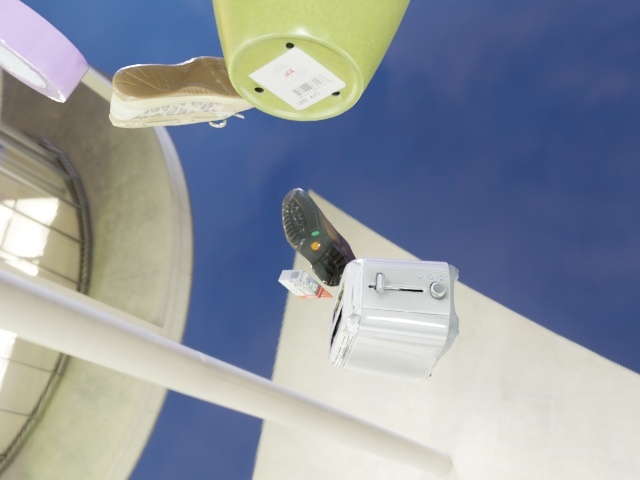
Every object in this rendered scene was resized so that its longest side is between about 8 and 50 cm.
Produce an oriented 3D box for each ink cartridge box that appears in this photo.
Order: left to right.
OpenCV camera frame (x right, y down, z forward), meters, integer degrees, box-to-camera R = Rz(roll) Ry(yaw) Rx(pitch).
[{"bbox_3d":[-0.030,0.105,1.617,0.062,0.115,0.029,-4,-127,42],"label":"ink cartridge box"}]

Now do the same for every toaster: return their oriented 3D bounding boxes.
[{"bbox_3d":[0.093,0.111,1.022,0.146,0.227,0.129,9,-121,-3],"label":"toaster"}]

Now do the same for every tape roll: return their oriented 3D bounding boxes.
[{"bbox_3d":[-0.620,-0.406,1.543,0.274,0.275,0.090,25,-103,36],"label":"tape roll"}]

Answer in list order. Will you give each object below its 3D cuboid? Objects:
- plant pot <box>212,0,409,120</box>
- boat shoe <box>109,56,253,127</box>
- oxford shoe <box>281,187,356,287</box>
[{"bbox_3d":[-0.008,-0.288,0.806,0.274,0.275,0.294,-9,-121,27],"label":"plant pot"},{"bbox_3d":[-0.220,-0.247,1.278,0.105,0.285,0.089,64,-36,29],"label":"boat shoe"},{"bbox_3d":[0.000,0.000,1.393,0.082,0.096,0.227,-40,-117,20],"label":"oxford shoe"}]
